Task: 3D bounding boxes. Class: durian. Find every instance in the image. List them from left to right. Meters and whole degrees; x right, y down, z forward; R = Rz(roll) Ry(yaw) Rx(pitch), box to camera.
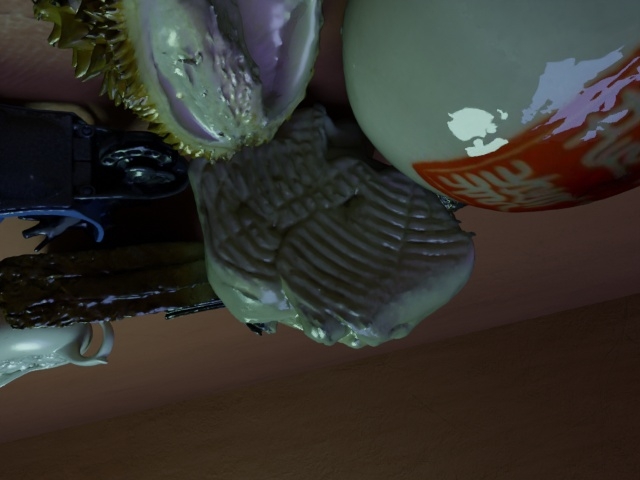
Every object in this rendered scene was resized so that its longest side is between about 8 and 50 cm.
[{"bbox_3d":[-0.095,-0.166,0.385,0.138,0.183,0.250,18,172,24],"label":"durian"}]

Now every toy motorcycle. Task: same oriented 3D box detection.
[{"bbox_3d":[-0.320,-0.061,0.516,0.359,0.125,0.212,-1,163,-21],"label":"toy motorcycle"}]

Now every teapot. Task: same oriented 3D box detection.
[{"bbox_3d":[-0.531,0.192,0.941,0.298,0.139,0.204,-17,154,10],"label":"teapot"}]

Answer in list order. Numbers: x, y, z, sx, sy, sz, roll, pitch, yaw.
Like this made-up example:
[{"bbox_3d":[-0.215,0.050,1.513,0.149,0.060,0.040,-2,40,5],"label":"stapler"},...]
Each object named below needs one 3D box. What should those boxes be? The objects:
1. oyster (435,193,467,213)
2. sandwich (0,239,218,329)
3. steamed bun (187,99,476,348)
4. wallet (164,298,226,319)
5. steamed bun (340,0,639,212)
[{"bbox_3d":[0.226,-0.076,0.852,0.103,0.051,0.148,1,164,-14],"label":"oyster"},{"bbox_3d":[-0.281,0.059,0.724,0.272,0.099,0.301,-10,177,-22],"label":"sandwich"},{"bbox_3d":[0.000,0.000,0.606,0.275,0.320,0.206,-47,173,-18],"label":"steamed bun"},{"bbox_3d":[-0.126,0.084,0.957,0.317,0.044,0.169,-11,-171,-1],"label":"wallet"},{"bbox_3d":[0.212,-0.156,0.433,0.375,0.241,0.374,-14,159,-5],"label":"steamed bun"}]
